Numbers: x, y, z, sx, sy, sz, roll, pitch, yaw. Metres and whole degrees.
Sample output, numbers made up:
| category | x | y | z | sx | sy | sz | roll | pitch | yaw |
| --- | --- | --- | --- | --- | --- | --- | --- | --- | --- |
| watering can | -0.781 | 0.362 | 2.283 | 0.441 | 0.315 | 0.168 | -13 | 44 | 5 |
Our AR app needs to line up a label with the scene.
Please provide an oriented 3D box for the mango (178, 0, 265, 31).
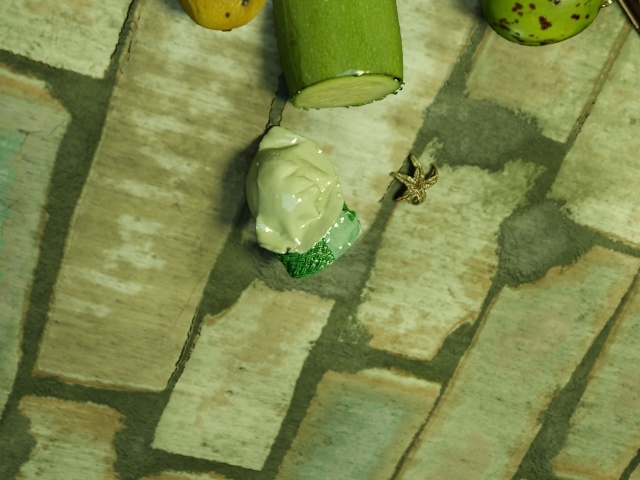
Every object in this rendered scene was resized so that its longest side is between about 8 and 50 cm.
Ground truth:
| category | x | y | z | sx | sy | sz | roll | pitch | yaw |
| --- | --- | --- | --- | --- | --- | --- | --- | --- | --- |
| mango | -0.125 | -0.413 | 1.299 | 0.157 | 0.109 | 0.262 | 5 | 116 | -9 |

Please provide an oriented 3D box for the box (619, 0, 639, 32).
| category | x | y | z | sx | sy | sz | roll | pitch | yaw |
| --- | --- | --- | --- | --- | --- | --- | --- | --- | --- |
| box | 0.599 | -0.372 | 1.477 | 0.215 | 0.086 | 0.215 | -39 | 118 | 11 |

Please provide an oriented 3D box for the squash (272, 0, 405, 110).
| category | x | y | z | sx | sy | sz | roll | pitch | yaw |
| --- | --- | --- | --- | --- | --- | --- | --- | --- | --- |
| squash | 0.022 | -0.340 | 1.419 | 0.189 | 0.189 | 0.260 | -9 | 84 | -6 |

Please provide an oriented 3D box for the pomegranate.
| category | x | y | z | sx | sy | sz | roll | pitch | yaw |
| --- | --- | --- | --- | --- | --- | --- | --- | --- | --- |
| pomegranate | 0.296 | -0.385 | 1.375 | 0.198 | 0.246 | 0.198 | -31 | 134 | -38 |

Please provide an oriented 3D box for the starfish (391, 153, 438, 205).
| category | x | y | z | sx | sy | sz | roll | pitch | yaw |
| --- | --- | --- | --- | --- | --- | --- | --- | --- | --- |
| starfish | 0.157 | -0.098 | 1.576 | 0.078 | 0.028 | 0.091 | -8 | 115 | -4 |

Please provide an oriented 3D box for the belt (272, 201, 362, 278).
| category | x | y | z | sx | sy | sz | roll | pitch | yaw |
| --- | --- | --- | --- | --- | --- | --- | --- | --- | --- |
| belt | 0.000 | 0.000 | 1.545 | 0.151 | 0.121 | 0.079 | -35 | 118 | 8 |

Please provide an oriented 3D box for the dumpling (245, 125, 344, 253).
| category | x | y | z | sx | sy | sz | roll | pitch | yaw |
| --- | --- | --- | --- | --- | --- | --- | --- | --- | --- |
| dumpling | -0.039 | -0.077 | 1.484 | 0.155 | 0.111 | 0.181 | 8 | 104 | -7 |
